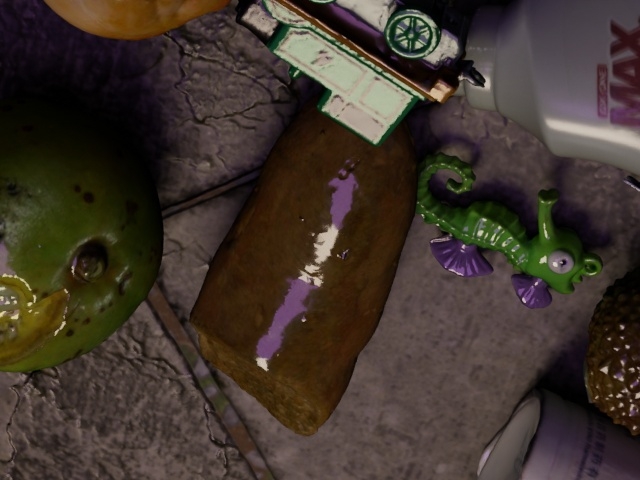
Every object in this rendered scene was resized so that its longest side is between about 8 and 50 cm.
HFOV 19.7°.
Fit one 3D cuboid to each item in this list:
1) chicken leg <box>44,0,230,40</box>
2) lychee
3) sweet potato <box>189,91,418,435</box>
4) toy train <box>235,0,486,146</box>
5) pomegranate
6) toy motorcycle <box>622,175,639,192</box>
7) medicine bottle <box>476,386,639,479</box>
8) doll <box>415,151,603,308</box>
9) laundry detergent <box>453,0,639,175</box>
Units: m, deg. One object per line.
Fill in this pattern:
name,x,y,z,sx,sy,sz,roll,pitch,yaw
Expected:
chicken leg,-0.088,-0.355,1.310,0.295,0.182,0.409,-9,102,-10
lychee,0.309,0.097,1.571,0.171,0.171,0.171,4,116,8
sweet potato,0.000,0.000,1.591,0.158,0.158,0.370,24,110,-3
toy train,0.020,-0.163,1.420,0.227,0.091,0.136,30,122,-9
pomegranate,-0.277,-0.009,1.610,0.302,0.236,0.236,3,122,46
toy motorcycle,0.342,-0.033,1.559,0.173,0.058,0.100,41,115,-8
medicine bottle,0.300,0.285,1.648,0.332,0.190,0.190,26,117,-4
doll,0.157,-0.011,1.608,0.190,0.050,0.115,25,121,-1
laundry detergent,0.279,-0.153,1.460,0.397,0.124,0.264,6,91,16
